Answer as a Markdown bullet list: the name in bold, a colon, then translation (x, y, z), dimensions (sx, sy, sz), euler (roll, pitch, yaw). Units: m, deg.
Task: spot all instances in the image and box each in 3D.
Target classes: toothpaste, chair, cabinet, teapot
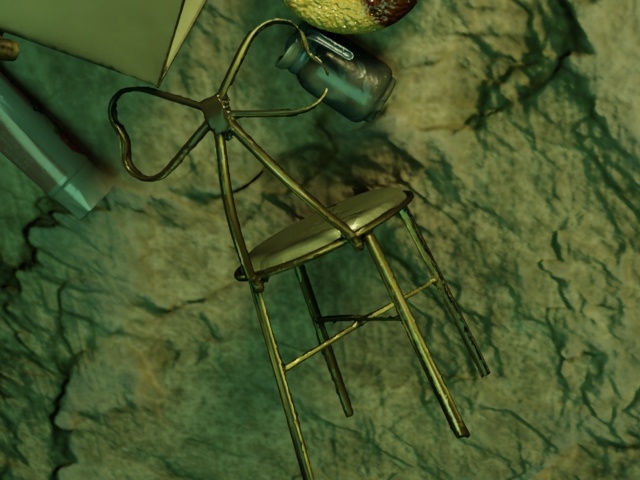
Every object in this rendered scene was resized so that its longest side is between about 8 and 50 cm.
- **toothpaste**: translation (-0.247, -0.096, 1.125), dimensions (0.194, 0.043, 0.067), euler (44, 125, -12)
- **chair**: translation (0.000, 0.000, 1.058), dimensions (0.160, 0.170, 0.326), euler (-21, 100, 21)
- **cabinet**: translation (-0.167, -0.226, 0.946), dimensions (0.206, 0.145, 0.150), euler (20, 127, -2)
- **teapot**: translation (0.011, -0.120, 1.032), dimensions (0.083, 0.063, 0.049), euler (31, 107, -10)

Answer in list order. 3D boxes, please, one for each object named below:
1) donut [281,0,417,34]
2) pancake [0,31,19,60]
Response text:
- **donut**: translation (0.020, -0.206, 0.975), dimensions (0.140, 0.059, 0.140), euler (8, 125, 11)
- **pancake**: translation (-0.262, -0.152, 1.001), dimensions (0.184, 0.190, 0.020), euler (18, 101, 17)
